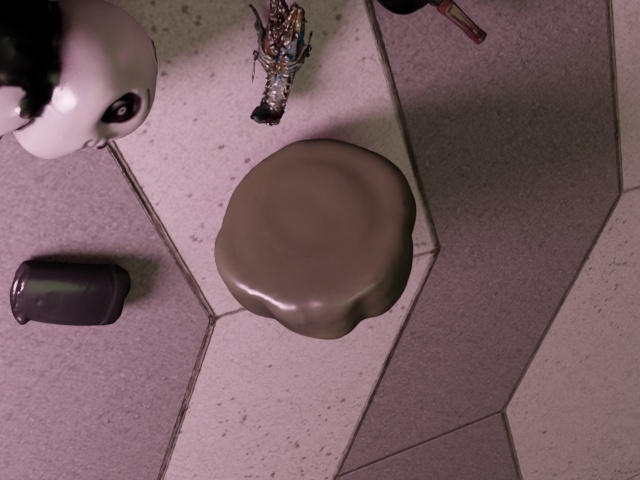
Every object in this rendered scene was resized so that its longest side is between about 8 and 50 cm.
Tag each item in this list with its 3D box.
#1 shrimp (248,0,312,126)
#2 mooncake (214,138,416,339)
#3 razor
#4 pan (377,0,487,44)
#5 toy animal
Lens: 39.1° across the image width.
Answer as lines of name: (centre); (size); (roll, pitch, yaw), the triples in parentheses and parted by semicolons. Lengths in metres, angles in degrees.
shrimp: (-0.056, -0.230, 1.124); (0.082, 0.076, 0.174); (17, 126, 5)
mooncake: (0.000, 0.000, 1.190); (0.274, 0.275, 0.135); (-31, 150, -8)
razor: (-0.326, 0.069, 1.174); (0.148, 0.054, 0.090); (6, 116, -37)
pan: (0.146, -0.326, 1.179); (0.212, 0.040, 0.115); (31, 103, -36)
toy animal: (-0.283, -0.175, 0.929); (0.235, 0.165, 0.187); (13, 155, -39)
